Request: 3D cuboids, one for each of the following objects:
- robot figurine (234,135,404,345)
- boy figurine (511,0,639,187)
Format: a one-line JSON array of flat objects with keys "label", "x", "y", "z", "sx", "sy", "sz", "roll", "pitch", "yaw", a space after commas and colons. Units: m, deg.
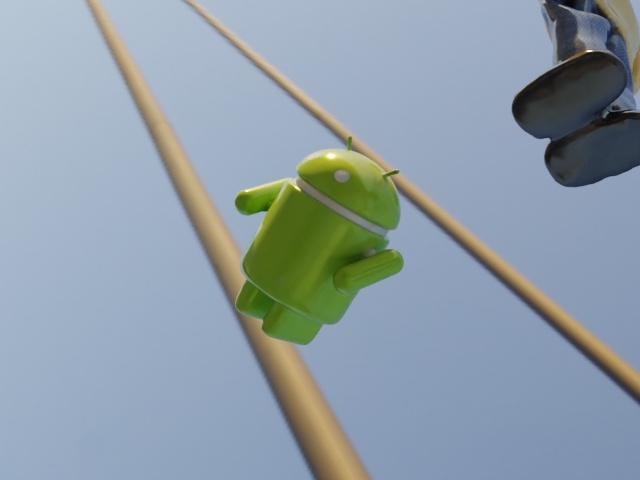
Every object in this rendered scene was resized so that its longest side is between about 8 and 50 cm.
[{"label": "robot figurine", "x": 0.000, "y": 0.000, "z": 0.687, "sx": 0.101, "sy": 0.067, "sz": 0.115, "roll": 38, "pitch": -80, "yaw": 39}, {"label": "boy figurine", "x": 0.186, "y": -0.174, "z": 0.928, "sx": 0.092, "sy": 0.177, "sz": 0.285, "roll": -26, "pitch": -145, "yaw": 23}]
